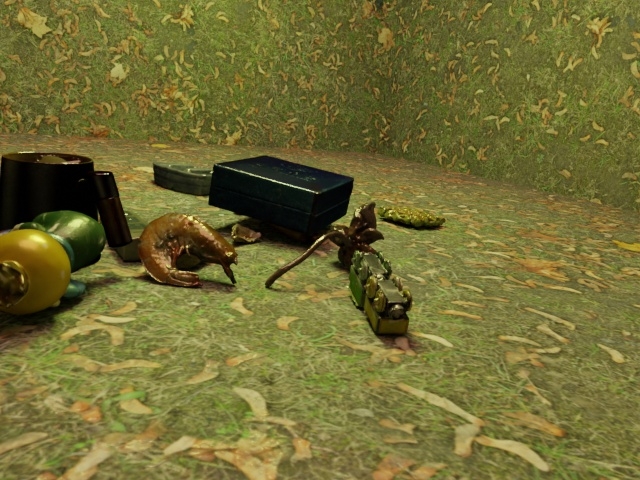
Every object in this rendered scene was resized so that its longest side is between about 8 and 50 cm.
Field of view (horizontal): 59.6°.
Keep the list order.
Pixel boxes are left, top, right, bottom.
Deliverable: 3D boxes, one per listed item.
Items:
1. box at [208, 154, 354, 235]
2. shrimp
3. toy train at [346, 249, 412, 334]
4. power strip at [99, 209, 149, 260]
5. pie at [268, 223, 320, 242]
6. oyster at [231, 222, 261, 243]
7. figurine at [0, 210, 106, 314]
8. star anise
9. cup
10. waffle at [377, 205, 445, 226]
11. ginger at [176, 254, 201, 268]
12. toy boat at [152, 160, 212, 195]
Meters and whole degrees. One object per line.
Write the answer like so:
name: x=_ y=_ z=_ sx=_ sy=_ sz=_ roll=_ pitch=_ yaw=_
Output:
box: x=-0.085 y=-0.121 z=1.351 sx=0.261 sy=0.116 sz=0.279 roll=18 pitch=18 yaw=15
shrimp: x=-0.222 y=0.026 z=0.941 sx=0.187 sy=0.132 sz=0.051 roll=25 pitch=-22 yaw=14
toy train: x=0.088 y=0.080 z=0.869 sx=0.060 sy=0.081 sz=0.202 roll=2 pitch=21 yaw=-11
power strip: x=-0.380 y=-0.016 z=1.111 sx=0.080 sy=0.048 sz=0.286 roll=-2 pitch=15 yaw=-32
pie: x=-0.062 y=-0.023 z=1.298 sx=0.191 sy=0.033 sz=0.088 roll=23 pitch=13 yaw=35
oyster: x=-0.170 y=-0.012 z=1.212 sx=0.051 sy=0.034 sz=0.093 roll=37 pitch=19 yaw=35
figurine: x=-0.415 y=0.034 z=0.768 sx=0.185 sy=0.127 sz=0.234 roll=-4 pitch=26 yaw=6
star anise: x=0.000 y=0.000 z=1.041 sx=0.148 sy=0.218 sz=0.227 roll=9 pitch=-9 yaw=44
cup: x=-0.428 y=-0.052 z=0.961 sx=0.239 sy=0.177 sz=0.166 roll=5 pitch=13 yaw=-5
waffle: x=0.263 y=-0.070 z=1.623 sx=0.169 sy=0.036 sz=0.183 roll=-4 pitch=19 yaw=-44
ginger: x=-0.238 y=0.016 z=1.029 sx=0.069 sy=0.051 sz=0.173 roll=17 pitch=16 yaw=11
toy boat: x=-0.437 y=-0.205 z=1.773 sx=0.283 sy=0.078 sz=0.127 roll=15 pitch=17 yaw=34
